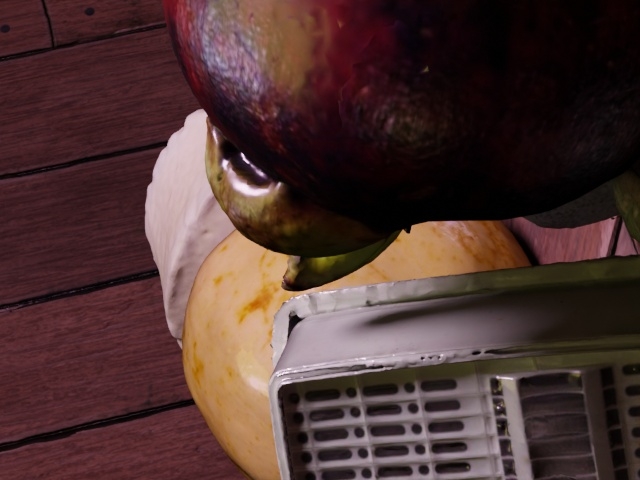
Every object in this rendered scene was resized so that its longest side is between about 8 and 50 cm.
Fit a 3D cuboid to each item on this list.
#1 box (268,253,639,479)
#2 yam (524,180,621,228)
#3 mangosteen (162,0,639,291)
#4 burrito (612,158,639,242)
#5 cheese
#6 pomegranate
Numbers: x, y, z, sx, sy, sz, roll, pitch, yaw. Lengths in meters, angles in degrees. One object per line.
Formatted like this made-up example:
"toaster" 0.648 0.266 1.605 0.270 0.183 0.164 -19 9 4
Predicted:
"box" 0.116 0.125 1.240 0.166 0.290 0.220 -58 -40 -67
"yam" 0.140 -0.132 1.328 0.106 0.106 0.259 88 167 -57
"mangosteen" 0.060 -0.112 1.089 0.306 0.306 0.359 -119 35 -67
"burrito" 0.223 -0.004 1.027 0.309 0.066 0.096 -125 19 -74
"cheese" 0.002 0.000 1.902 0.153 0.332 0.292 -111 37 -49
"pomegranate" 0.054 0.111 1.669 0.342 0.342 0.342 168 90 -83
